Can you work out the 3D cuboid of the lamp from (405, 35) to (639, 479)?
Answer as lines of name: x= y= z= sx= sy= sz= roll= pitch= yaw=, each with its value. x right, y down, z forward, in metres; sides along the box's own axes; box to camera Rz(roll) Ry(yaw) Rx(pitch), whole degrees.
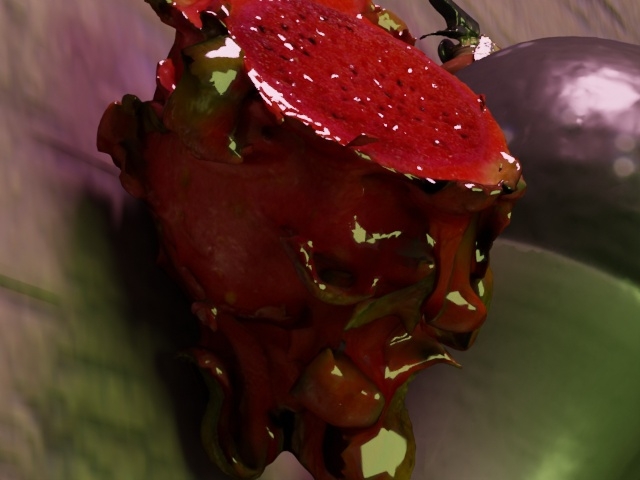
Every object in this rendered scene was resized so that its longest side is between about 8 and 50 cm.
lamp: x=0.077 y=0.047 z=0.688 sx=0.182 sy=0.182 sz=0.314 roll=62 pitch=40 yaw=-25

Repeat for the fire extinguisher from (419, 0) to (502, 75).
fire extinguisher: x=0.080 y=-0.037 z=0.865 sx=0.062 sy=0.050 sz=0.177 roll=6 pitch=69 yaw=-46

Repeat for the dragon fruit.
dragon fruit: x=0.000 y=0.000 z=0.607 sx=0.133 sy=0.150 sz=0.208 roll=-11 pitch=98 yaw=-36
